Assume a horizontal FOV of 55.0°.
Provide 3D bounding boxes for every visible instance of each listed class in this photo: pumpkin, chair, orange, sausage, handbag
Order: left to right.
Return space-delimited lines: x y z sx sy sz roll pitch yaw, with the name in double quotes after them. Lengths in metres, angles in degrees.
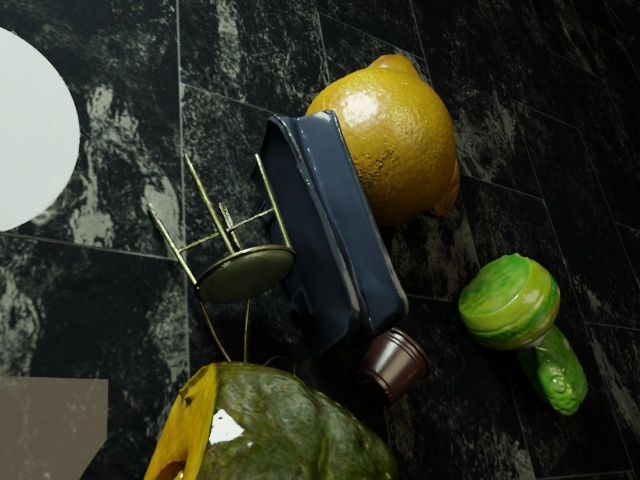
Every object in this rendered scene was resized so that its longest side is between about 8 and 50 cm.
-0.107 0.053 0.842 0.160 0.170 0.325 -4 61 -42 "chair"
-0.061 0.275 0.650 0.226 0.303 0.256 32 82 -18 "pumpkin"
0.000 0.000 0.905 0.119 0.269 0.325 -12 75 -22 "handbag"
0.099 -0.156 1.056 0.274 0.274 0.274 20 54 -29 "orange"
0.203 -0.218 1.285 0.134 0.116 0.353 -17 80 -54 "sausage"

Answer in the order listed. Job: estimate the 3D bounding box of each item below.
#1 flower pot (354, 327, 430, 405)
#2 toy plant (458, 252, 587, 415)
0.104 0.204 0.964 0.111 0.111 0.089 50 60 -3 "flower pot"
0.415 0.194 1.171 0.316 0.185 0.224 48 26 -19 "toy plant"
